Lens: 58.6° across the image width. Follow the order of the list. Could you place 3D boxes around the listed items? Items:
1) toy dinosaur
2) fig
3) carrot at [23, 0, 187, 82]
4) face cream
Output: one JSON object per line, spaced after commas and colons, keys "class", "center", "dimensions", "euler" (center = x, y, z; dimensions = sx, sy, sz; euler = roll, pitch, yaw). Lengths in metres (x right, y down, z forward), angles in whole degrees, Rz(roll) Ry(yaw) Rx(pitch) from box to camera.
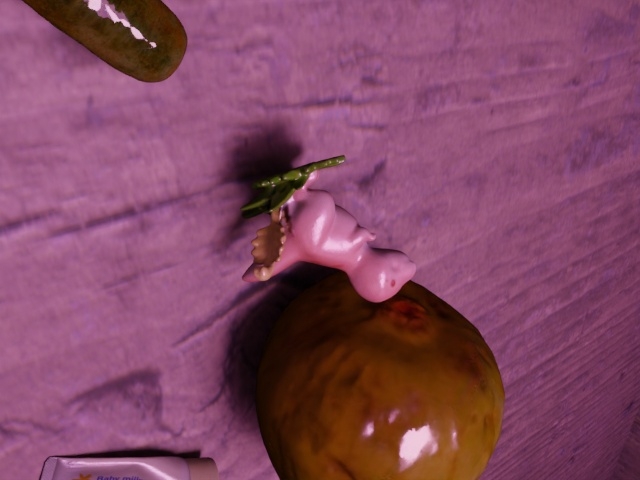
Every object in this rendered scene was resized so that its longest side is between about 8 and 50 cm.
{"class": "toy dinosaur", "center": [-0.004, 0.000, 0.659], "dimensions": [0.194, 0.152, 0.177], "euler": [-19, 97, -19]}
{"class": "fig", "center": [0.069, 0.221, 0.773], "dimensions": [0.343, 0.343, 0.343], "euler": [-20, 126, -30]}
{"class": "carrot", "center": [-0.241, -0.237, 0.402], "dimensions": [0.358, 0.074, 0.074], "euler": [35, 90, -44]}
{"class": "face cream", "center": [-0.249, 0.327, 0.745], "dimensions": [0.224, 0.070, 0.114], "euler": [11, 108, -34]}
